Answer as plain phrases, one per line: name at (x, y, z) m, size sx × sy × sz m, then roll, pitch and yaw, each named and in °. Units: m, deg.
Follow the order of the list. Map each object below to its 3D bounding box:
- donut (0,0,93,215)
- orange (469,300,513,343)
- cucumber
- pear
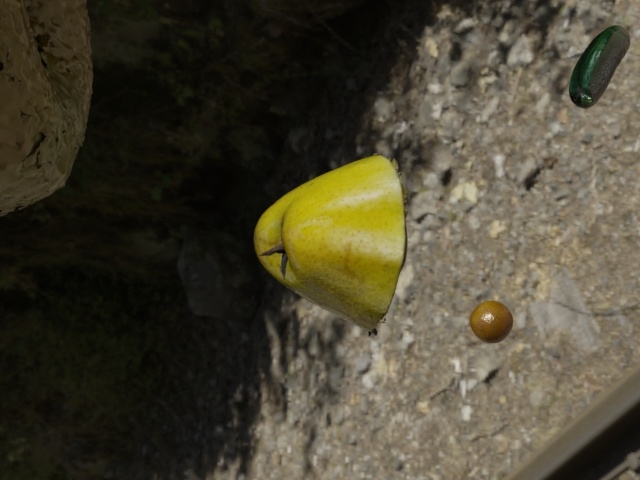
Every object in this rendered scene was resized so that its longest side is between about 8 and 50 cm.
donut at (-0.172, -0.130, 0.383) m, size 0.272 × 0.107 × 0.272 m, roll 174°, pitch 90°, yaw -81°
orange at (0.314, 0.149, 1.533) m, size 0.085 × 0.085 × 0.085 m, roll -171°, pitch 90°, yaw -67°
cucumber at (0.388, -0.248, 1.158) m, size 0.284 × 0.056 × 0.056 m, roll -48°, pitch -8°, yaw -48°
pear at (0.001, -0.002, 1.118) m, size 0.267 × 0.178 × 0.267 m, roll -175°, pitch 90°, yaw -78°
